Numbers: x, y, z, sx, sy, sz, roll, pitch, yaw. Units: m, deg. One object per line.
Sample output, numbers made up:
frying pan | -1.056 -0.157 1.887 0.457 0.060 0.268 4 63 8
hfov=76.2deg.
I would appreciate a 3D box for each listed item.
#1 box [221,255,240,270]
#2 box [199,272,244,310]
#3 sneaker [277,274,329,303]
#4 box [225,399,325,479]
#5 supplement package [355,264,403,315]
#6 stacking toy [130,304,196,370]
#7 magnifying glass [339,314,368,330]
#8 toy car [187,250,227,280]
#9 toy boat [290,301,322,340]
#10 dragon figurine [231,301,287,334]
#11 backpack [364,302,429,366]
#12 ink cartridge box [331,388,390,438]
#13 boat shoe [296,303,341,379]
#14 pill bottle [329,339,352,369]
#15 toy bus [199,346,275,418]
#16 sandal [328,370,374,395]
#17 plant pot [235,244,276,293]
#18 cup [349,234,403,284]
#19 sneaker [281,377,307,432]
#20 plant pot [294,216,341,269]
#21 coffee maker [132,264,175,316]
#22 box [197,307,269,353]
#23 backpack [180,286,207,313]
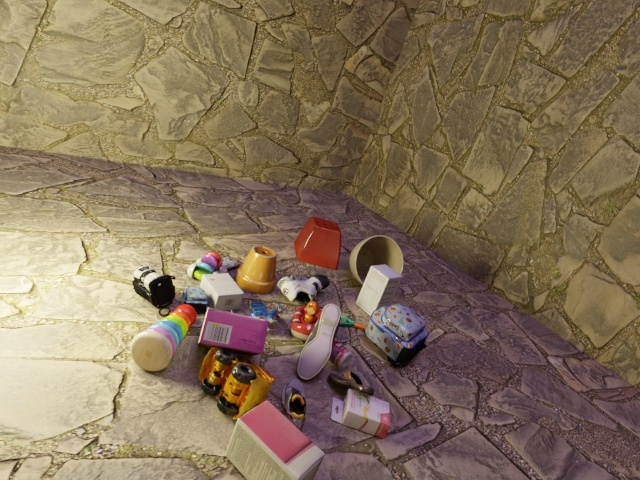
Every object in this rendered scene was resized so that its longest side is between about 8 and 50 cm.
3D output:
box | -0.499 0.124 2.133 0.093 0.027 0.137 30 22 21
box | -0.445 0.230 1.825 0.130 0.091 0.170 1 28 -41
sneaker | -0.062 0.262 2.094 0.330 0.122 0.146 0 46 -45
box | -0.128 0.590 1.127 0.232 0.149 0.126 32 23 27
supplement package | 0.317 0.269 2.204 0.133 0.244 0.139 -2 30 -45
stacking toy | -0.540 0.328 1.473 0.141 0.141 0.330 20 13 0
magnifying glass | 0.144 0.407 2.014 0.230 0.026 0.092 19 20 -4
toy car | -0.531 0.123 1.951 0.159 0.136 0.182 22 21 4
toy boat | -0.044 0.341 1.815 0.150 0.151 0.231 13 20 -1
dragon figurine | -0.269 0.323 1.755 0.289 0.085 0.144 13 19 -30
backpack | 0.351 0.422 1.922 0.263 0.213 0.276 26 21 33
ink cartridge box | 0.143 0.606 1.450 0.198 0.067 0.115 19 20 -1
boat shoe | 0.000 0.416 1.651 0.112 0.096 0.335 22 57 7
pill bottle | 0.053 0.460 1.708 0.152 0.086 0.086 33 24 30
toy bus | -0.262 0.459 1.369 0.220 0.150 0.211 30 10 32
sandal | 0.119 0.526 1.535 0.090 0.060 0.219 29 -19 -30
plant pot | -0.306 0.135 2.051 0.205 0.188 0.205 17 21 -7
cup | 0.307 0.134 2.514 0.330 0.332 0.237 11 -4 -22
sneaker | -0.078 0.543 1.373 0.087 0.093 0.225 15 20 -13
plant pot | 0.000 0.000 2.605 0.267 0.236 0.267 14 22 -14
coffee maker | -0.676 0.200 1.644 0.178 0.171 0.120 16 6 44
box | -0.318 0.334 1.464 0.213 0.118 0.243 15 -20 -14
backpack | -0.533 0.243 1.724 0.104 0.084 0.114 10 20 -32
